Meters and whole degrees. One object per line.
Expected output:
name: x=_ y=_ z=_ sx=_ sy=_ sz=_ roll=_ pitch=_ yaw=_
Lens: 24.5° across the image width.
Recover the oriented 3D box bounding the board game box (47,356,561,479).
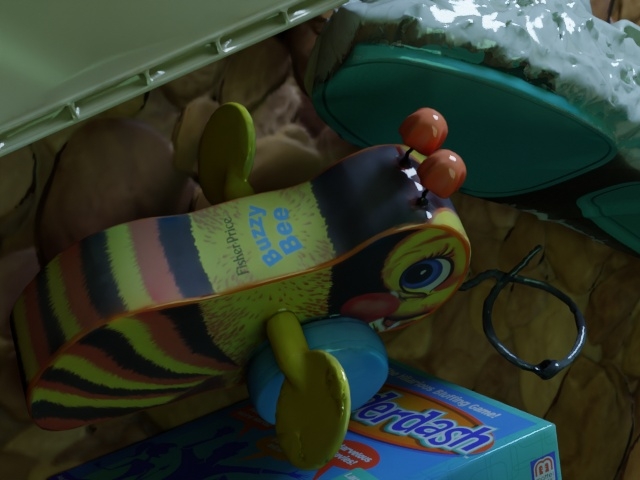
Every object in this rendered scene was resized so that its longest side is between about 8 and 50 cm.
board game box: x=-0.009 y=0.126 z=0.746 sx=0.210 sy=0.160 sz=0.047 roll=-19 pitch=109 yaw=-30

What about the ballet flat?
ballet flat: x=0.149 y=-0.077 z=0.848 sx=0.409 sy=0.147 sz=0.147 roll=22 pitch=87 yaw=-38

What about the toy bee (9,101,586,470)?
toy bee: x=0.000 y=0.000 z=0.714 sx=0.298 sy=0.195 sz=0.162 roll=-26 pitch=150 yaw=-31

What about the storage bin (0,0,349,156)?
storage bin: x=-0.128 y=-0.193 z=0.621 sx=0.260 sy=0.123 sz=0.262 roll=-28 pitch=114 yaw=-27
